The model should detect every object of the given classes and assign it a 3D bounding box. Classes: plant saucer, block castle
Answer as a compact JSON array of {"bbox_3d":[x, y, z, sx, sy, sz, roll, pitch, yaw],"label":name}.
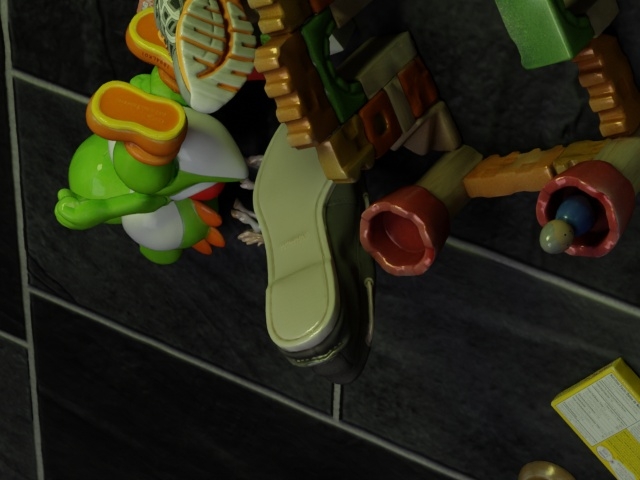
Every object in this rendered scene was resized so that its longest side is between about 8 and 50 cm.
[{"bbox_3d":[0.256,0.285,2.137,0.083,0.015,0.083,20,131,24],"label":"plant saucer"},{"bbox_3d":[0.100,-0.190,1.762,0.303,0.213,0.453,-7,116,40],"label":"block castle"}]

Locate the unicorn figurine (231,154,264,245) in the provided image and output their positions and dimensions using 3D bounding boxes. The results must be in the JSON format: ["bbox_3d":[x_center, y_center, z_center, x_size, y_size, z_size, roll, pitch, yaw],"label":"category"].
[{"bbox_3d":[-0.036,-0.046,2.085,0.111,0.060,0.162,18,150,0],"label":"unicorn figurine"}]

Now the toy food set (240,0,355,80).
[{"bbox_3d":[-0.045,-0.198,1.919,0.105,0.111,0.232,-13,130,39],"label":"toy food set"}]

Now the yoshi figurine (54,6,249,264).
[{"bbox_3d":[-0.205,-0.097,2.064,0.362,0.204,0.203,97,153,-62],"label":"yoshi figurine"}]

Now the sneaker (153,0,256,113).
[{"bbox_3d":[-0.118,-0.202,1.818,0.084,0.214,0.083,21,137,-30],"label":"sneaker"}]

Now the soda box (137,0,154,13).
[{"bbox_3d":[-0.133,-0.299,1.968,0.063,0.058,0.183,34,136,12],"label":"soda box"}]

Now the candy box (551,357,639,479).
[{"bbox_3d":[0.347,0.224,2.015,0.206,0.027,0.105,48,134,-3],"label":"candy box"}]

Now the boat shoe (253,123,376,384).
[{"bbox_3d":[0.000,0.000,1.934,0.112,0.335,0.095,-20,135,23],"label":"boat shoe"}]
